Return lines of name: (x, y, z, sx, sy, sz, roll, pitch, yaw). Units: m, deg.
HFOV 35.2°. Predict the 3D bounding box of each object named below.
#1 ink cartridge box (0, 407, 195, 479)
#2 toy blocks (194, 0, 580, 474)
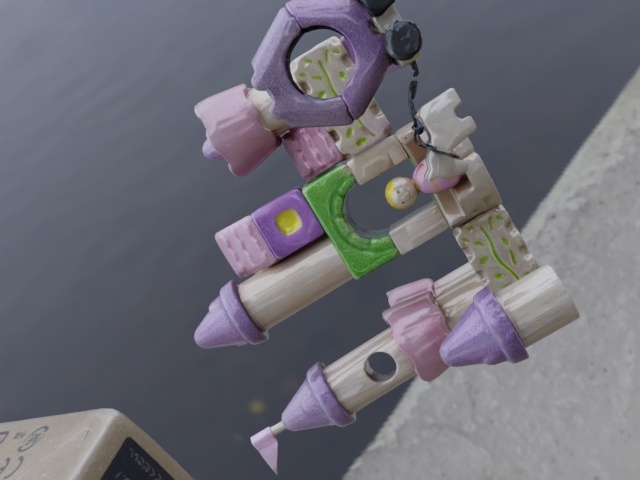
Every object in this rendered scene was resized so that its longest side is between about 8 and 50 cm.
ink cartridge box: (-0.123, 0.179, 0.480, 0.234, 0.193, 0.088, -16, 33, 41)
toy blocks: (0.000, 0.000, 0.752, 0.260, 0.289, 0.309, -30, 4, 6)
